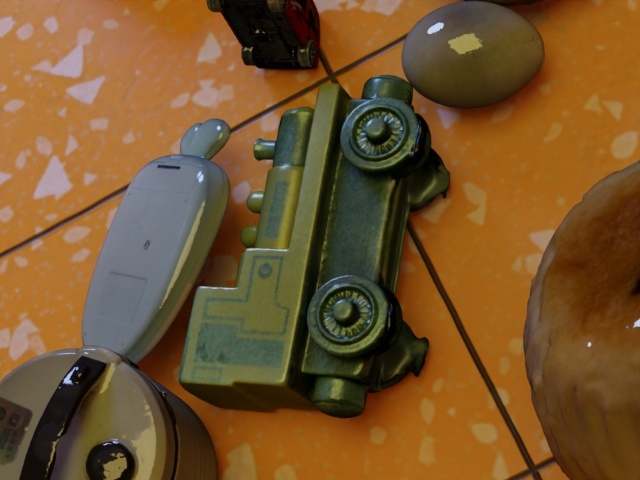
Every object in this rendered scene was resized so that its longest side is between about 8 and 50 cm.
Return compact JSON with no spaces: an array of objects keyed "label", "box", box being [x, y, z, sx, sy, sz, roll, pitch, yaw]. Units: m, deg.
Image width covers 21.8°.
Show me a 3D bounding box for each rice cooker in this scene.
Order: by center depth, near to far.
[{"label":"rice cooker","box":[-0.231,0.228,1.659,0.226,0.244,0.226,-3,73,11]}]

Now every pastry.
[{"label":"pastry","box":[0.378,0.093,1.489,0.388,0.312,0.388,-31,29,20]}]

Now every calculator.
[{"label":"calculator","box":[-0.176,0.000,1.783,0.184,0.042,0.295,7,72,54]}]

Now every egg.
[{"label":"egg","box":[0.161,-0.197,1.759,0.152,0.114,0.114,-1,72,12]}]

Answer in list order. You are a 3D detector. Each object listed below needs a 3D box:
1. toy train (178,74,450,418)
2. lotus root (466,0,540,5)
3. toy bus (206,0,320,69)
[{"label":"toy train","box":[0.000,0.000,1.729,0.237,0.150,0.368,3,71,23]},{"label":"lotus root","box":[0.197,-0.312,1.782,0.214,0.138,0.138,19,78,19]},{"label":"toy bus","box":[-0.056,-0.256,1.797,0.081,0.195,0.089,2,69,17]}]
